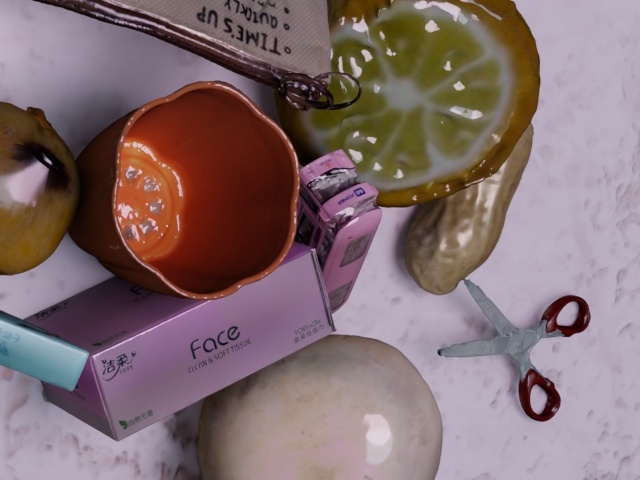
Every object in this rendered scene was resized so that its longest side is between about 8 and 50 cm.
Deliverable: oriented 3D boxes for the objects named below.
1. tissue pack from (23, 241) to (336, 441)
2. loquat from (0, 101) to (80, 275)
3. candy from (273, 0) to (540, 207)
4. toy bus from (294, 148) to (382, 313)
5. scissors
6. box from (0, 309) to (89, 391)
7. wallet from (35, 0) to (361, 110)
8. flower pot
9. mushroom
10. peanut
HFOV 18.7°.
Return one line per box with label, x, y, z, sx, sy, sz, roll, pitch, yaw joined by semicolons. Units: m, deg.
tissue pack;-0.126;0.078;1.784;0.246;0.148;0.092;-25;114;-28
loquat;-0.280;-0.043;1.663;0.163;0.137;0.163;-23;127;-35
candy;0.083;-0.150;1.847;0.260;0.118;0.260;-7;129;-9
toy bus;0.000;0.000;1.831;0.063;0.090;0.203;-28;157;-26
scissors;0.204;0.106;2.056;0.248;0.017;0.144;23;86;-50
box;-0.312;0.060;1.604;0.162;0.229;0.041;25;85;-35
wallet;-0.116;-0.261;1.695;0.335;0.068;0.275;19;51;-25
flower pot;-0.139;-0.037;1.725;0.190;0.173;0.190;3;84;-33
mushroom;0.003;0.208;1.870;0.260;0.234;0.254;-40;91;10
peanut;0.150;-0.046;1.983;0.098;0.090;0.214;23;85;-40
